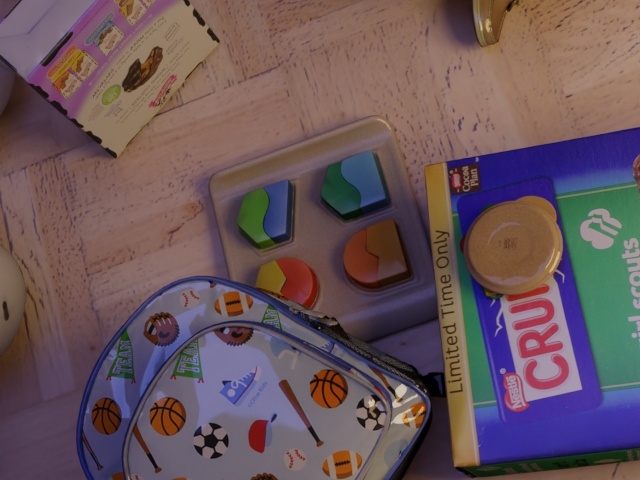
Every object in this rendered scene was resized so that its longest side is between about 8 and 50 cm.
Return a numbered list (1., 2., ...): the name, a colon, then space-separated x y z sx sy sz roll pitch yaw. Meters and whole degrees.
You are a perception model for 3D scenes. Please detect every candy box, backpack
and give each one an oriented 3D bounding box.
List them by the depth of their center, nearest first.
1. backpack: -0.066 0.161 1.071 0.263 0.213 0.277 30 82 12
2. candy box: 0.258 0.047 1.077 0.317 0.122 0.268 -10 70 14
3. candy box: -0.204 -0.191 1.246 0.070 0.196 0.165 40 86 24

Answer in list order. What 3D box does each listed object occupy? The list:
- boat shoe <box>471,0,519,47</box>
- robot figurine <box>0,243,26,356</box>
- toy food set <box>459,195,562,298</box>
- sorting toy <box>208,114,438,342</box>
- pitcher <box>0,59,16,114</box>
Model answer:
1. boat shoe: 0.174 -0.249 1.236 0.045 0.050 0.135 3 73 22
2. robot figurine: -0.413 0.023 1.233 0.278 0.209 0.174 36 77 6
3. toy food set: 0.154 0.005 1.045 0.082 0.020 0.083 -15 67 12
4. sorting toy: 0.000 0.000 1.212 0.193 0.038 0.208 -19 69 9
5. pitcher: -0.397 -0.115 1.331 0.207 0.125 0.178 -43 87 11
